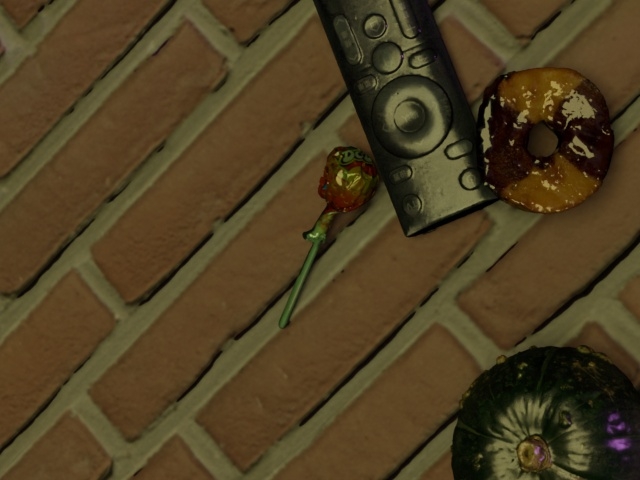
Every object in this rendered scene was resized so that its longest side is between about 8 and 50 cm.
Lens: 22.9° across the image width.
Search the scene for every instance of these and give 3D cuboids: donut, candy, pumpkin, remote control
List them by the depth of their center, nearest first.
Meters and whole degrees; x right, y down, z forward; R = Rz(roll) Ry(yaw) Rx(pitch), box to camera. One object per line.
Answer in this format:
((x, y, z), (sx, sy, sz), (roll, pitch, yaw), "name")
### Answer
((0.207, 0.188, 1.427), (0.190, 0.146, 0.190), (-9, 63, 18), "pumpkin")
((0.205, -0.091, 1.469), (0.140, 0.059, 0.140), (-1, 82, 4), "donut")
((0.063, -0.195, 1.544), (0.107, 0.044, 0.377), (-24, 80, 21), "remote control")
((0.000, 0.000, 1.565), (0.060, 0.060, 0.201), (30, 106, 18), "candy")
